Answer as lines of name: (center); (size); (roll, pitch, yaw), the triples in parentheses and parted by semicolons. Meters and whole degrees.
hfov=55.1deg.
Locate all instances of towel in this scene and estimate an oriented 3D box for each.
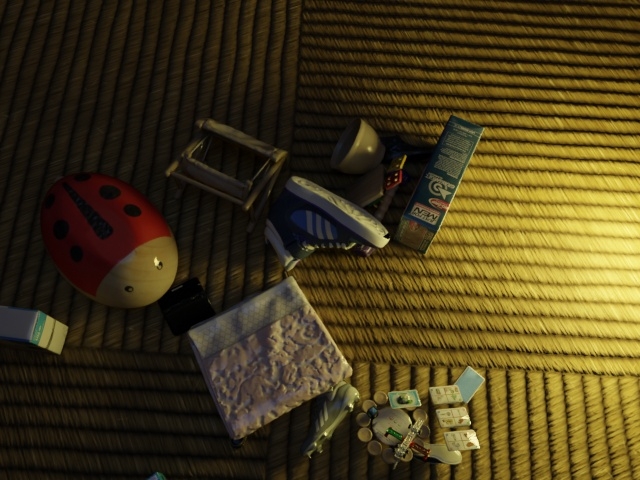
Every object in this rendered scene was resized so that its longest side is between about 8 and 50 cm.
towel: (-0.137, 0.284, 1.546); (0.331, 0.053, 0.317); (-27, 63, -11)

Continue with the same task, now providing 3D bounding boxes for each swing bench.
swing bench: (-0.251, -0.202, 1.698); (0.253, 0.165, 0.255); (23, 69, 7)

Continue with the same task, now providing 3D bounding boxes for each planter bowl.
planter bowl: (0.115, -0.253, 1.749); (0.109, 0.162, 0.162); (27, 68, -17)

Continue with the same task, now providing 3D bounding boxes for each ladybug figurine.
ladybug figurine: (-0.571, -0.021, 1.615); (0.449, 0.162, 0.305); (42, 73, 13)

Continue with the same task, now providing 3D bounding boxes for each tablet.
tablet: (0.379, 0.372, 1.580); (0.054, 0.006, 0.083); (40, 71, 13)

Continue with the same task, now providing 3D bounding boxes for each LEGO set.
LEGO set: (0.241, 0.451, 1.497); (0.244, 0.060, 0.183); (-4, 41, -8)

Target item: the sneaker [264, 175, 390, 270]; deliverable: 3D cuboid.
sneaker: (0.000, 0.000, 1.631); (0.322, 0.130, 0.236); (31, 110, 13)

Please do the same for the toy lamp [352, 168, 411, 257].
toy lamp: (0.167, -0.076, 1.714); (0.080, 0.080, 0.275); (26, 67, 8)

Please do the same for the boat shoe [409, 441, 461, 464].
boat shoe: (0.280, 0.524, 1.499); (0.125, 0.038, 0.046); (8, 52, 1)

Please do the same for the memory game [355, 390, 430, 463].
memory game: (0.178, 0.458, 1.511); (0.186, 0.012, 0.186); (1, 53, -2)

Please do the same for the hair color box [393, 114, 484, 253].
hair color box: (0.325, -0.155, 1.697); (0.105, 0.174, 0.347); (24, 69, 8)

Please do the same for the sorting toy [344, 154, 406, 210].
sorting toy: (0.137, -0.132, 1.692); (0.046, 0.274, 0.132); (41, 35, -27)

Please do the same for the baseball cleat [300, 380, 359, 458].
baseball cleat: (0.003, 0.433, 1.518); (0.109, 0.072, 0.206); (35, 66, 26)

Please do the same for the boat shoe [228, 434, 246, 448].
boat shoe: (-0.193, 0.444, 1.511); (0.048, 0.042, 0.133); (10, 67, 5)

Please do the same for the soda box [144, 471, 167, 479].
soda box: (-0.446, 0.625, 1.412); (0.210, 0.071, 0.067); (-32, 72, -14)

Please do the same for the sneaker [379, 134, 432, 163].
sneaker: (0.238, -0.277, 1.806); (0.170, 0.051, 0.089); (-8, 71, 2)

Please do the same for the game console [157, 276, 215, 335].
game console: (-0.358, 0.174, 1.627); (0.122, 0.071, 0.107); (-26, 42, -13)

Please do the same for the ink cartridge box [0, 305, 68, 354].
ink cartridge box: (-0.725, 0.219, 1.498); (0.139, 0.191, 0.082); (7, 70, 1)
